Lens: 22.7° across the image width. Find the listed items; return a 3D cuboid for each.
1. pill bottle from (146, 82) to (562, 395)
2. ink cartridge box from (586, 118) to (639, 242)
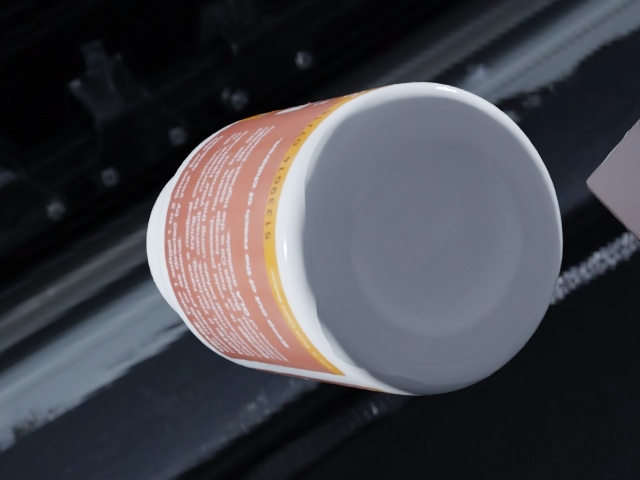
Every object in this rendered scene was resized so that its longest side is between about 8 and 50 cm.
[{"bbox_3d":[0.000,0.000,0.693,0.121,0.216,0.121,0,-90,-24],"label":"pill bottle"},{"bbox_3d":[0.306,-0.006,0.717,0.270,0.198,0.197,50,-60,24],"label":"ink cartridge box"}]
